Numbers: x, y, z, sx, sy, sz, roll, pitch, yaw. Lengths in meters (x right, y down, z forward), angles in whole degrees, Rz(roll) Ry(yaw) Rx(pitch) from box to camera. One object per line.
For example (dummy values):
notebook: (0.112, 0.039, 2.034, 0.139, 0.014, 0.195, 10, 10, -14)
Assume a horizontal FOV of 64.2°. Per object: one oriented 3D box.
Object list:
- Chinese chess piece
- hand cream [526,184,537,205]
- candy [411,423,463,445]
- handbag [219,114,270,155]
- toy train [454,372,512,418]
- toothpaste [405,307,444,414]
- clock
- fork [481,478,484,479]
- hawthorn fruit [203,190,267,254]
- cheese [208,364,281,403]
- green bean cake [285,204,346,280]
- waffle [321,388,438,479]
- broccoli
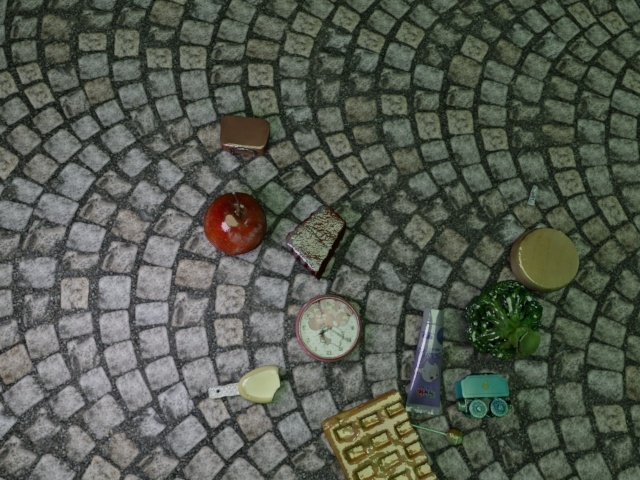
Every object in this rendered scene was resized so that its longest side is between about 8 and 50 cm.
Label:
Chinese chess piece: (0.851, 0.075, 1.947, 0.251, 0.097, 0.251, 1, 75, -3)
hand cream: (0.857, -0.183, 2.056, 0.030, 0.019, 0.093, 18, 77, 2)
candy: (0.399, 0.667, 1.791, 0.202, 0.061, 0.061, 13, 75, 8)
handbag: (-0.299, -0.410, 2.007, 0.193, 0.072, 0.151, 9, 75, -3)
toy train: (0.573, 0.550, 1.802, 0.198, 0.107, 0.154, -1, 68, -4)
toothpaste: (0.390, 0.434, 1.842, 0.125, 0.080, 0.371, 10, 82, -5)
clock: (0.029, 0.315, 1.847, 0.244, 0.056, 0.244, 2, 75, -6)
fork: (0.635, 0.915, 1.752, 0.039, 0.021, 0.235, -38, 79, -16)
hawthorn fruit: (-0.306, -0.054, 1.838, 0.231, 0.263, 0.235, -39, 109, 9)
cheese: (-0.261, 0.516, 1.778, 0.255, 0.050, 0.127, -9, 78, -5)
green bean cake: (0.000, 0.000, 1.906, 0.198, 0.097, 0.233, 42, 76, 9)
waffle: (0.198, 0.724, 1.737, 0.304, 0.077, 0.348, -24, 76, -5)
broccoli: (0.662, 0.286, 1.786, 0.297, 0.297, 0.297, -4, 104, -15)
